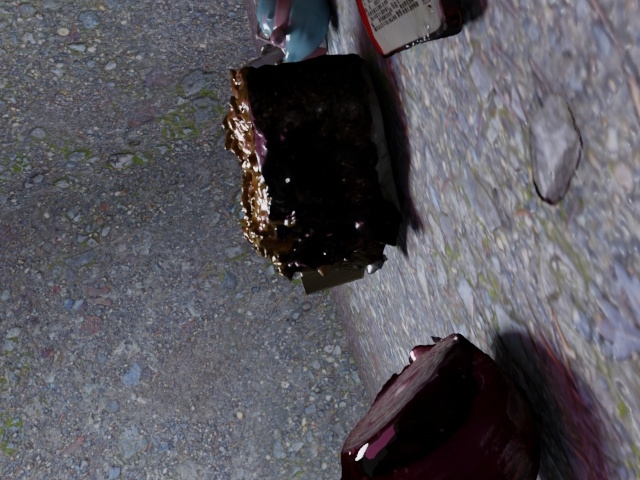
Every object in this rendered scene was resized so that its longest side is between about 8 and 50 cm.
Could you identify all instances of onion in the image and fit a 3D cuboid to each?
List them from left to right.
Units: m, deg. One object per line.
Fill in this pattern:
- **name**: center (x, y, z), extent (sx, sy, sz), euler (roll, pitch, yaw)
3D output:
- **onion**: center (0.083, 0.192, 0.558), extent (0.140, 0.218, 0.195), euler (46, 170, -2)

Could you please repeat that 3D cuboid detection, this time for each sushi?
- **sushi**: center (-0.009, -0.067, 0.832), extent (0.348, 0.207, 0.234), euler (83, 176, -57)

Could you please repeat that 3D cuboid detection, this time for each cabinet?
- **cabinet**: center (0.000, 0.000, 1.398), extent (0.215, 0.148, 0.175), euler (83, 170, -75)

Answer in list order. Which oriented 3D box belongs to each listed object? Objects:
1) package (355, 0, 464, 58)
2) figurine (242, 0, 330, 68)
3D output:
- **package**: center (0.051, -0.223, 0.503), extent (0.239, 0.030, 0.154), euler (-138, 32, -75)
- **figurine**: center (-0.032, -0.324, 0.970), extent (0.260, 0.102, 0.205), euler (132, 157, -88)
